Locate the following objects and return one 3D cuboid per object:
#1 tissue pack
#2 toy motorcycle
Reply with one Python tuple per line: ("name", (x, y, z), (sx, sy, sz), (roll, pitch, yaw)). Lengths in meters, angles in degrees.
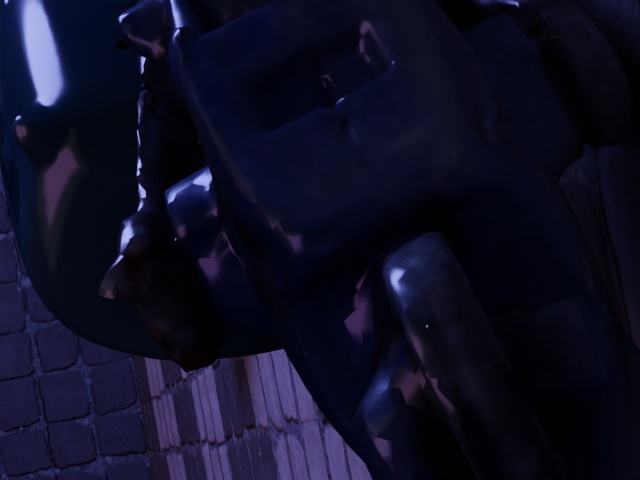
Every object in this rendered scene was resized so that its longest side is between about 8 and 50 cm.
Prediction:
("tissue pack", (-0.104, -0.065, 1.041), (0.287, 0.206, 0.198), (-112, 30, -51))
("toy motorcycle", (0.048, -0.008, 0.613), (0.182, 0.241, 0.319), (-44, 48, 25))
